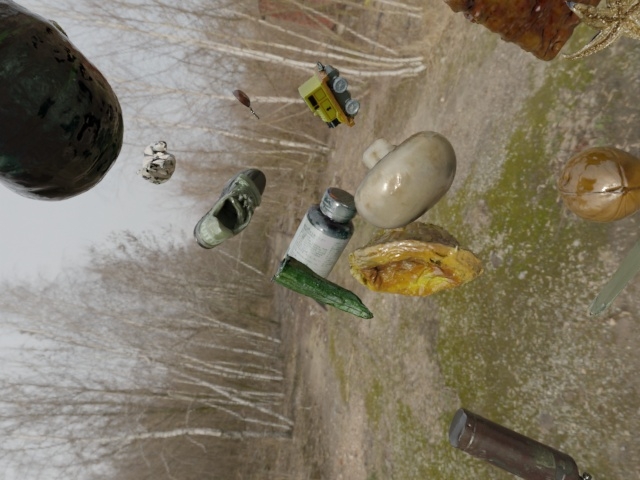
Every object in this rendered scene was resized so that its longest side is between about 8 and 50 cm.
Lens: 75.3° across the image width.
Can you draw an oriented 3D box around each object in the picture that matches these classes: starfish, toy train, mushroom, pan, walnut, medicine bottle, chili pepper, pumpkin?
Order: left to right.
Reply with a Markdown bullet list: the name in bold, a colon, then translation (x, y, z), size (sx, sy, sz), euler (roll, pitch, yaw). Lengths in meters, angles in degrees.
- **pumpkin**: translation (-0.436, -0.213, 0.589), size (0.239, 0.315, 0.315), euler (-57, 3, -13)
- **pan**: translation (-0.227, -0.431, 1.301), size (0.023, 0.115, 0.068), euler (-41, 14, 16)
- **medicine bottle**: translation (0.000, 0.000, 1.138), size (0.141, 0.141, 0.293), euler (-91, 26, -57)
- **chili pepper**: translation (0.011, 0.108, 0.854), size (0.059, 0.226, 0.088), euler (-60, 3, 14)
- **toy train**: translation (0.027, -0.394, 1.158), size (0.219, 0.127, 0.089), euler (47, -166, -45)
- **mushroom**: translation (0.162, -0.128, 0.835), size (0.178, 0.226, 0.226), euler (58, 164, 7)
- **walnut**: translation (0.623, -0.124, 0.922), size (0.207, 0.167, 0.168), euler (-62, -14, -72)
- **starfish**: translation (0.603, -0.443, 0.827), size (0.057, 0.237, 0.213), euler (-72, 8, -49)

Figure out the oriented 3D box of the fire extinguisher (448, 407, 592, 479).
- **fire extinguisher**: translation (0.371, 0.395, 0.742), size (0.089, 0.267, 0.072), euler (-38, -31, -76)

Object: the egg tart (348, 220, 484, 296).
- **egg tart**: translation (0.238, 0.041, 1.069), size (0.352, 0.351, 0.150), euler (120, 158, -67)

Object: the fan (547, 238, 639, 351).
- **fan**: translation (0.368, 0.068, 0.537), size (0.182, 0.010, 0.310), euler (-36, -32, -31)

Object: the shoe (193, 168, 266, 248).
- **shoe**: translation (-0.206, -0.100, 1.101), size (0.149, 0.109, 0.293), euler (-13, 36, 48)

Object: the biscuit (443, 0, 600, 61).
- **biscuit**: translation (0.485, -0.636, 0.930), size (0.343, 0.394, 0.167), euler (-55, 38, 34)

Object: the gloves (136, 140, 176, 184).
- **gloves**: translation (-0.498, -0.235, 1.284), size (0.212, 0.111, 0.128), euler (28, 83, 47)
